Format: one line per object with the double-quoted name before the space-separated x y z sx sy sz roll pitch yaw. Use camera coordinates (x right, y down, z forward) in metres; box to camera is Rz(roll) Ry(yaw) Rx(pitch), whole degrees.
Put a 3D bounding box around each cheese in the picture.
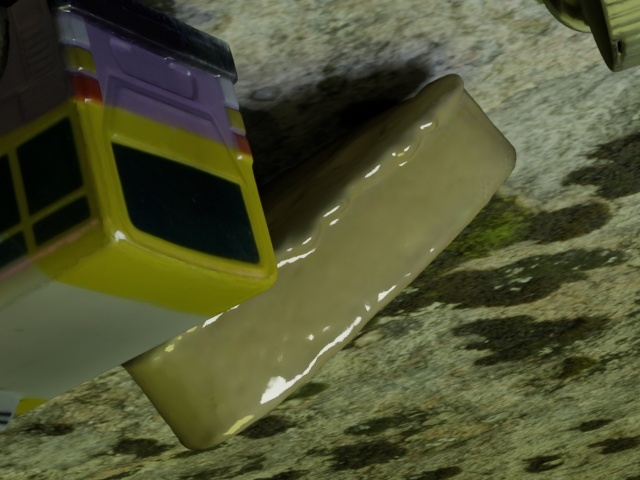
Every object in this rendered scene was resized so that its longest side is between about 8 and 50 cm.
"cheese" 0.000 0.000 1.595 0.384 0.104 0.384 -36 -169 8

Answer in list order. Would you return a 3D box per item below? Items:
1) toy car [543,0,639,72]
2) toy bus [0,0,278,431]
"toy car" 0.168 -0.204 1.202 0.145 0.235 0.235 -17 159 5
"toy bus" -0.267 0.016 1.408 0.440 0.249 0.209 -27 156 27
